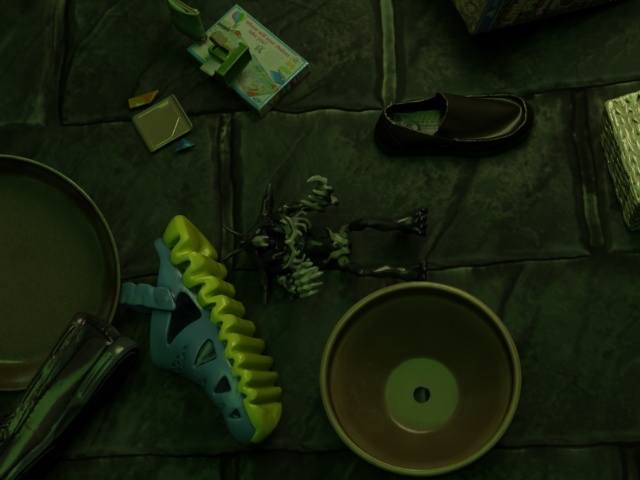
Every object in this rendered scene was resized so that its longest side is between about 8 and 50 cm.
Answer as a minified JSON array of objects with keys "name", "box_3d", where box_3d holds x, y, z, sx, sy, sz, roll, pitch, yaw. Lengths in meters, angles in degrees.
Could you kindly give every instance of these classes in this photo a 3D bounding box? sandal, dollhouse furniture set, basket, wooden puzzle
[{"name":"sandal","box_3d":[-0.156,0.128,1.341,0.138,0.126,0.317,-33,63,6]},{"name":"dollhouse furniture set","box_3d":[-0.173,-0.278,1.487,0.152,0.076,0.058,35,76,17]},{"name":"basket","box_3d":[0.431,-0.105,1.354,0.103,0.113,0.167,-13,67,4]},{"name":"wooden puzzle","box_3d":[-0.228,-0.169,1.515,0.079,0.014,0.116,-26,68,1]}]

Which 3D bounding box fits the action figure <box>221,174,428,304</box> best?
[{"name":"action figure","box_3d":[0.000,0.000,1.354,0.276,0.141,0.164,1,80,6]}]

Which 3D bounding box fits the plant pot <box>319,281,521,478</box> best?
[{"name":"plant pot","box_3d":[0.121,0.177,1.283,0.237,0.110,0.237,-2,69,5]}]

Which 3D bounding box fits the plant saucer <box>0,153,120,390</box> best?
[{"name":"plant saucer","box_3d":[-0.412,0.041,1.377,0.311,0.050,0.310,0,98,2]}]

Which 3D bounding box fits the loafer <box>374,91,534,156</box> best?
[{"name":"loafer","box_3d":[0.181,-0.160,1.424,0.220,0.078,0.080,-8,68,4]}]

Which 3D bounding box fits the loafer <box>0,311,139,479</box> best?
[{"name":"loafer","box_3d":[-0.356,0.224,1.318,0.095,0.109,0.302,37,79,11]}]

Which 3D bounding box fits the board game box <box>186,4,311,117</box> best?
[{"name":"board game box","box_3d":[-0.104,-0.262,1.528,0.103,0.026,0.154,-44,70,-10]}]

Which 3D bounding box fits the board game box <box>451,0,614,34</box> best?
[{"name":"board game box","box_3d":[0.294,-0.439,1.439,0.291,0.141,0.232,-18,66,-22]}]
